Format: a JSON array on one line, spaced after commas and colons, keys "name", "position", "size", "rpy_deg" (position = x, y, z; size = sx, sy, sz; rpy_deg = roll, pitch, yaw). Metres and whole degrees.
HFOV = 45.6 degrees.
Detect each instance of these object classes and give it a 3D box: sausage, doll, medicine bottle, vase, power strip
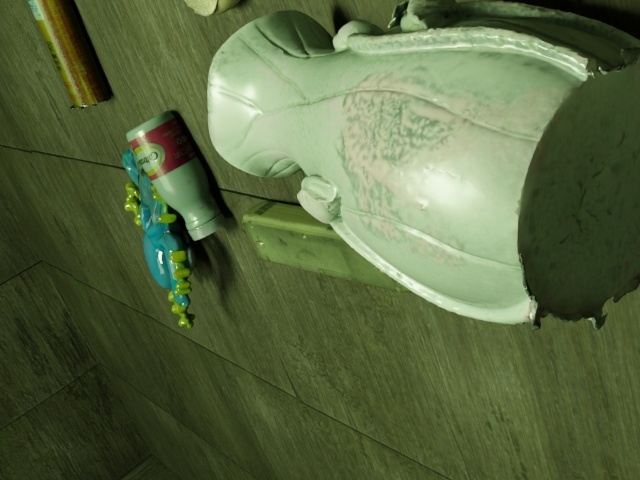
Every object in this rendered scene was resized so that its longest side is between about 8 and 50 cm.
[{"name": "sausage", "position": [-0.482, -0.415, 1.367], "size": [0.082, 0.082, 0.371], "rpy_deg": [22, 137, 46]}, {"name": "doll", "position": [-0.302, -0.033, 1.485], "size": [0.346, 0.099, 0.341], "rpy_deg": [56, 151, 36]}, {"name": "medicine bottle", "position": [-0.242, -0.108, 1.308], "size": [0.090, 0.090, 0.216], "rpy_deg": [-7, 114, 59]}, {"name": "vase", "position": [0.074, -0.098, 0.689], "size": [0.445, 0.250, 0.250], "rpy_deg": [28, 142, 49]}, {"name": "power strip", "position": [0.000, 0.000, 1.083], "size": [0.388, 0.066, 0.092], "rpy_deg": [11, 131, 50]}]

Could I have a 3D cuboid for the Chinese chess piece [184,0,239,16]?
[{"name": "Chinese chess piece", "position": [-0.144, -0.342, 0.944], "size": [0.122, 0.051, 0.122], "rpy_deg": [39, 150, 27]}]
